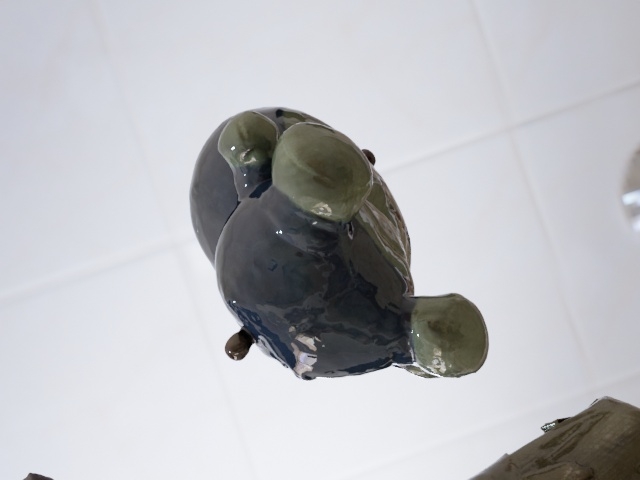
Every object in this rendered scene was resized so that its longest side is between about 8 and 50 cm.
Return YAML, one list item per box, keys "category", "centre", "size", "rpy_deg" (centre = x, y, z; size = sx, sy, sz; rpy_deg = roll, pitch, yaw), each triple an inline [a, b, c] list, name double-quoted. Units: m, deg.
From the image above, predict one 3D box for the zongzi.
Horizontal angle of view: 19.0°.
- category: "zongzi"
  centre: [0.157, 0.209, 1.574]
  size: [0.145, 0.274, 0.300]
  rpy_deg: [19, 159, 47]

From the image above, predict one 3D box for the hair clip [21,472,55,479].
- category: "hair clip"
  centre: [-0.181, 0.219, 1.369]
  size: [0.056, 0.187, 0.146]
  rpy_deg: [-100, 33, -52]

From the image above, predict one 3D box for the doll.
- category: "doll"
  centre: [0.000, 0.000, 1.295]
  size: [0.228, 0.154, 0.258]
  rpy_deg: [49, -168, -17]
